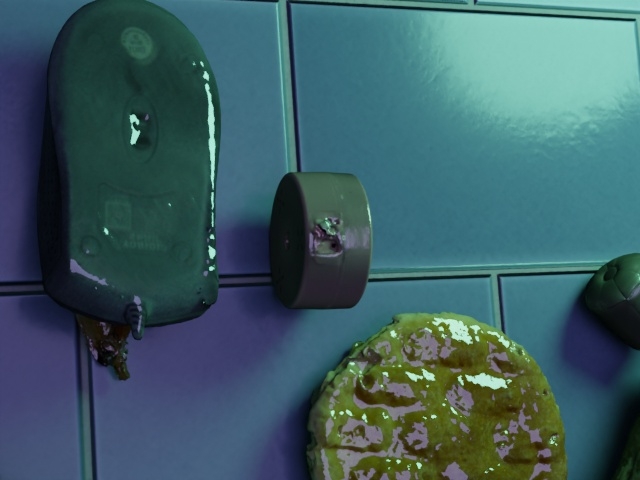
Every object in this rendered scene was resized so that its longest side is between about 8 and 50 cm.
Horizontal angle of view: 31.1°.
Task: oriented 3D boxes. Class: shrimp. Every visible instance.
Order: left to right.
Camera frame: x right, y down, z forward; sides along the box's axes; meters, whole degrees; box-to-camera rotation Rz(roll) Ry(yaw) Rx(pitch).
[{"bbox_3d":[-0.226,0.058,1.217,0.091,0.043,0.184,-5,83,-24],"label":"shrimp"}]

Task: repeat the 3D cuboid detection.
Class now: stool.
[{"bbox_3d":[0.389,0.077,1.418,0.110,0.096,0.096,47,70,-15],"label":"stool"}]

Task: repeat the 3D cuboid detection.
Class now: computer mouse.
[{"bbox_3d":[-0.201,-0.069,1.190,0.188,0.122,0.371,7,67,-27],"label":"computer mouse"}]

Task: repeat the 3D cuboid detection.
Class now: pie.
[{"bbox_3d":[0.134,0.246,1.308,0.339,0.083,0.339,3,79,-18],"label":"pie"}]

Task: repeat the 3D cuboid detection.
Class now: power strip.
[{"bbox_3d":[0.000,0.000,1.249,0.078,0.154,0.154,1,82,-18],"label":"power strip"}]

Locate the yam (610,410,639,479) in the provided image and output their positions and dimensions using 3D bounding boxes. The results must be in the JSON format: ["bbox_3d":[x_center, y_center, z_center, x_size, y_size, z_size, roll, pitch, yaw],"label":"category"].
[{"bbox_3d":[0.446,0.278,1.360,0.195,0.195,0.300,31,75,-14],"label":"yam"}]
